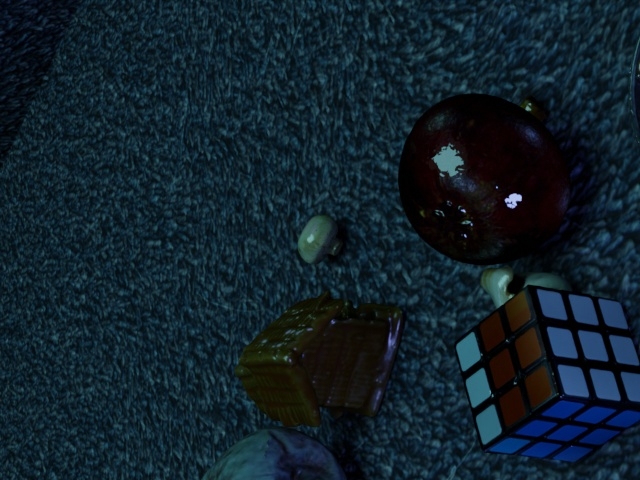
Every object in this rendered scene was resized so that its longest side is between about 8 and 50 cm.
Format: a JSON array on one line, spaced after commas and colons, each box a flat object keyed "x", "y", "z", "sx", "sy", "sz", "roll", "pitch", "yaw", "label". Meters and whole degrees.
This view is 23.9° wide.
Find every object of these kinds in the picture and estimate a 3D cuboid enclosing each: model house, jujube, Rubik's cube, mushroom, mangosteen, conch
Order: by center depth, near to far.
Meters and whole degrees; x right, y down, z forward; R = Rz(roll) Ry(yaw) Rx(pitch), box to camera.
[{"x": 0.285, "y": 0.167, "z": 1.866, "sx": 0.160, "sy": 0.162, "sz": 0.163, "roll": -44, "pitch": 49, "yaw": 42, "label": "Rubik's cube"}, {"x": 0.266, "y": 0.066, "z": 1.986, "sx": 0.176, "sy": 0.104, "sz": 0.094, "roll": -122, "pitch": 31, "yaw": -59, "label": "conch"}, {"x": 0.226, "y": -0.101, "z": 2.008, "sx": 0.235, "sy": 0.235, "sz": 0.261, "roll": -33, "pitch": 17, "yaw": 50, "label": "mangosteen"}, {"x": -0.022, "y": 0.177, "z": 2.289, "sx": 0.199, "sy": 0.229, "sz": 0.219, "roll": 12, "pitch": 91, "yaw": 52, "label": "model house"}, {"x": -0.085, "y": 0.442, "z": 2.325, "sx": 0.308, "sy": 0.215, "sz": 0.246, "roll": -56, "pitch": 32, "yaw": 41, "label": "jujube"}, {"x": 0.000, "y": 0.000, "z": 2.438, "sx": 0.067, "sy": 0.083, "sz": 0.083, "roll": 30, "pitch": 114, "yaw": 11, "label": "mushroom"}]

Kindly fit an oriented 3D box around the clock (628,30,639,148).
[{"x": 0.487, "y": -0.196, "z": 1.732, "sx": 0.325, "sy": 0.067, "sz": 0.325, "roll": -20, "pitch": 65, "yaw": 53, "label": "clock"}]

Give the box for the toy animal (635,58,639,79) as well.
[{"x": 0.464, "y": -0.203, "z": 1.649, "sx": 0.229, "sy": 0.066, "sz": 0.224, "roll": -52, "pitch": 42, "yaw": 28, "label": "toy animal"}]
